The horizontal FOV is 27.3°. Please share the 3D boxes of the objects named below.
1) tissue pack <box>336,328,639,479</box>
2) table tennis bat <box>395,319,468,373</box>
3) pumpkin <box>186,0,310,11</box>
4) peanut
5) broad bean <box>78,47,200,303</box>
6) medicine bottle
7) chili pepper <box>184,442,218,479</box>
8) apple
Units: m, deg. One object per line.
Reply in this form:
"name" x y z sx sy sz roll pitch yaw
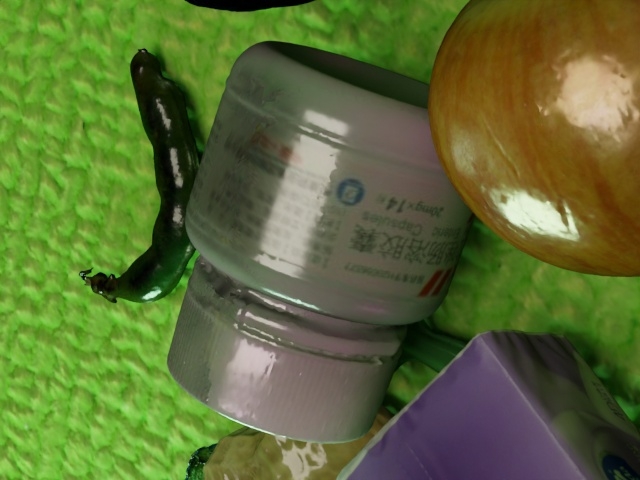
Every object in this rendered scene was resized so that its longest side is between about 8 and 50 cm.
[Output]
"tissue pack" 0.180 0.265 1.063 0.242 0.160 0.338 -53 52 24
"table tennis bat" 0.061 0.080 1.274 0.257 0.039 0.160 27 110 32
"pumpkin" -0.061 -0.375 1.120 0.363 0.266 0.363 4 97 34
"peanut" -0.004 0.245 1.305 0.197 0.110 0.233 47 123 1
"broad bean" -0.180 -0.047 1.400 0.144 0.049 0.292 28 115 28
"medicine bottle" 0.000 0.000 1.154 0.241 0.241 0.302 26 106 27
"chili pepper" -0.105 0.330 1.423 0.098 0.061 0.224 0 101 29
"apple" 0.226 -0.106 0.960 0.286 0.286 0.233 -18 111 35
